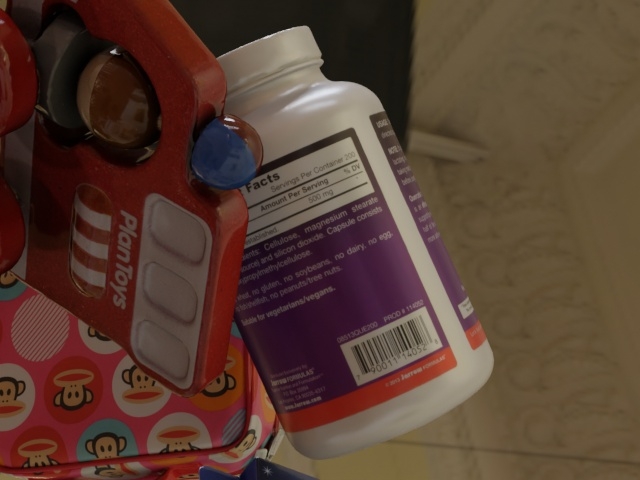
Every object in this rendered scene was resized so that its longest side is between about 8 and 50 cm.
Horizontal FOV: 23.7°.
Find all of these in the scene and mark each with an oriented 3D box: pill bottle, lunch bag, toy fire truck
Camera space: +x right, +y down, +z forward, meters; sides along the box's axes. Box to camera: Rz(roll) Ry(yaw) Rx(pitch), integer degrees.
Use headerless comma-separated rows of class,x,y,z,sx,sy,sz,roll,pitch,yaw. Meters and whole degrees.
pill bottle,0.000,0.000,1.232,0.181,0.181,0.323,-23,-89,56
lunch bag,-0.183,0.134,1.461,0.293,0.120,0.258,-5,-108,16
toy fire truck,-0.151,-0.059,1.102,0.254,0.169,0.302,29,-53,23

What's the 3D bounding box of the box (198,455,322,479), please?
box,0.005,0.261,1.260,0.036,0.225,0.136,-52,-152,32
